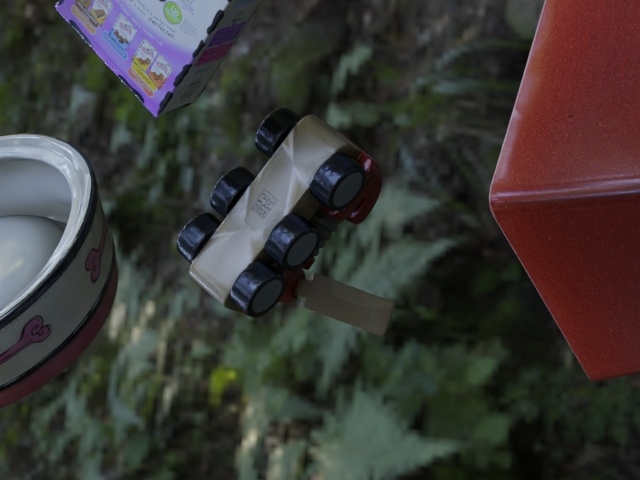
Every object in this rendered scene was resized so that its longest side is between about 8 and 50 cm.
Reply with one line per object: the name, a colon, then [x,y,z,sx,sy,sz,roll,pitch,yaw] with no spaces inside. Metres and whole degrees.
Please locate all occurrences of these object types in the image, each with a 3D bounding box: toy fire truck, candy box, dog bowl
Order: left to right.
dog bowl: [-0.440,0.054,2.296,0.408,0.408,0.150,-94,-19,-50]
candy box: [-0.152,-0.250,1.775,0.070,0.165,0.196,-27,-19,-50]
toy fire truck: [0.000,0.000,1.962,0.217,0.158,0.246,-53,-26,6]

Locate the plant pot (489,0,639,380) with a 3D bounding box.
plant pot: [0.326,-0.058,1.543,0.267,0.236,0.267,55,-137,-42]
